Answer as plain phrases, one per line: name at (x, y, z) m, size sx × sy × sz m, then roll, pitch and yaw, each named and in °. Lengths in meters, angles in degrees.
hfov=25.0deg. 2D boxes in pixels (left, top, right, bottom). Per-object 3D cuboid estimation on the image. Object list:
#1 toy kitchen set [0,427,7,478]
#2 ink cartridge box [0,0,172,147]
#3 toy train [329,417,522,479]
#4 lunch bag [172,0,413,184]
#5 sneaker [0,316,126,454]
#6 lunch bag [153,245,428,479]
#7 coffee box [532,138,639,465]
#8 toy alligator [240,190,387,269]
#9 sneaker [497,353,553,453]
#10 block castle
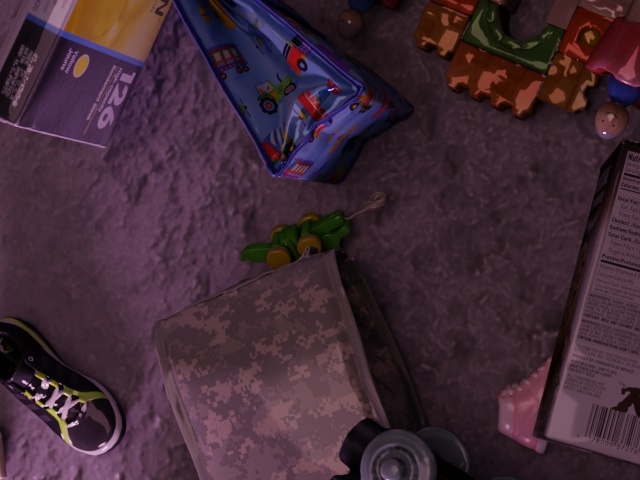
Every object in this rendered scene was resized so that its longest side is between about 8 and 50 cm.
toy kitchen set at (-0.507, 0.248, 1.761) m, size 0.207 × 0.166 × 0.122 m, roll -12°, pitch 82°, yaw 20°
ink cartridge box at (-0.228, -0.254, 1.615) m, size 0.072 × 0.307 × 0.304 m, roll 27°, pitch 96°, yaw 17°
toy train at (0.134, 0.312, 1.368) m, size 0.334 × 0.142 × 0.190 m, roll 32°, pitch 98°, yaw 24°
lunch bag at (-0.063, -0.211, 1.581) m, size 0.138 × 0.221 × 0.293 m, roll -44°, pitch 78°, yaw 12°
sneaker at (-0.340, 0.178, 1.739) m, size 0.234 × 0.097 × 0.084 m, roll 37°, pitch 100°, yaw 19°
lunch bag at (-0.029, 0.170, 1.583) m, size 0.235 × 0.169 × 0.287 m, roll -23°, pitch 83°, yaw 16°
coffee box at (0.307, 0.067, 1.433) m, size 0.119 × 0.168 × 0.297 m, roll 15°, pitch 84°, yaw 6°
toy alligator at (0.000, 0.000, 1.649) m, size 0.189 × 0.056 × 0.051 m, roll -21°, pitch 121°, yaw 17°
sneaker at (0.229, 0.155, 1.547) m, size 0.070 × 0.051 × 0.134 m, roll 20°, pitch 98°, yaw 16°
block castle at (0.180, -0.250, 1.461) m, size 0.453 × 0.303 × 0.213 m, roll 25°, pitch 96°, yaw 21°
